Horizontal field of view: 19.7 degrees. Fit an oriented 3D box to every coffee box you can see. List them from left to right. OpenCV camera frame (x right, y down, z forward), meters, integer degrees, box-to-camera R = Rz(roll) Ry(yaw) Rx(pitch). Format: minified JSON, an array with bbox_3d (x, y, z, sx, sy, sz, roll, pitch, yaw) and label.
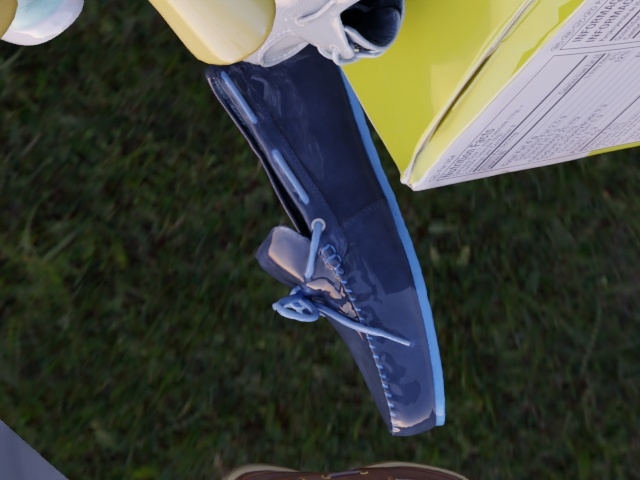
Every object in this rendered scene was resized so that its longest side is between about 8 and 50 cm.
[{"bbox_3d":[0.179,-0.280,1.207,0.338,0.334,0.337,-48,64,46],"label":"coffee box"}]

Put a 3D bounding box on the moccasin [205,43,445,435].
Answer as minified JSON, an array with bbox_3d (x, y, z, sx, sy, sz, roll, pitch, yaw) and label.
[{"bbox_3d":[0.000,0.000,1.459,0.117,0.137,0.342,-17,74,-11],"label":"moccasin"}]

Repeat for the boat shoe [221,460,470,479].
[{"bbox_3d":[0.022,0.180,1.205,0.178,0.060,0.064,3,96,-10],"label":"boat shoe"}]

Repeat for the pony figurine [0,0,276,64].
[{"bbox_3d":[-0.173,-0.229,0.570,0.303,0.363,0.351,-25,68,16],"label":"pony figurine"}]

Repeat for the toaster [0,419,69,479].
[{"bbox_3d":[-0.209,0.179,0.940,0.168,0.110,0.185,-37,122,9],"label":"toaster"}]

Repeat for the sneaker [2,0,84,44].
[{"bbox_3d":[-0.285,-0.261,1.414,0.094,0.151,0.256,-39,61,-1],"label":"sneaker"}]

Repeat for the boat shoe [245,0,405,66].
[{"bbox_3d":[0.014,-0.147,1.107,0.081,0.079,0.227,62,145,6],"label":"boat shoe"}]
